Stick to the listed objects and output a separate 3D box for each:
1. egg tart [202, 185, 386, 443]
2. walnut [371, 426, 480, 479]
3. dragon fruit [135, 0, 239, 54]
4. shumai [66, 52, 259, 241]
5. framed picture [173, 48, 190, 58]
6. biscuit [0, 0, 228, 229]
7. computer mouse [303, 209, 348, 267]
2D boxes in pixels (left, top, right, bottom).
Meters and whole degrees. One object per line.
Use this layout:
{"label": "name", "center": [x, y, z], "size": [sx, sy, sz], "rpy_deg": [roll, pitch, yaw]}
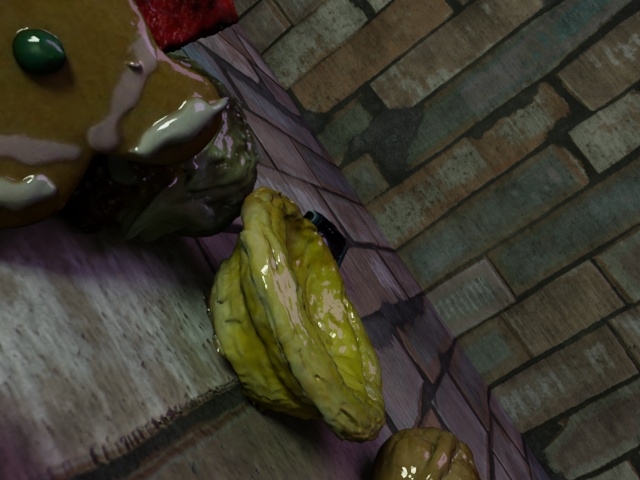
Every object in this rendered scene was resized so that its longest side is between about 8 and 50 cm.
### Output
{"label": "egg tart", "center": [-0.035, 0.100, 0.653], "size": [0.345, 0.132, 0.345], "rpy_deg": [58, 14, -24]}
{"label": "walnut", "center": [0.151, 0.345, 0.724], "size": [0.166, 0.149, 0.166], "rpy_deg": [17, 21, -7]}
{"label": "dragon fruit", "center": [-0.263, -0.243, 0.460], "size": [0.152, 0.317, 0.205], "rpy_deg": [27, -39, 53]}
{"label": "shumai", "center": [-0.184, -0.102, 0.580], "size": [0.256, 0.189, 0.218], "rpy_deg": [44, 15, -19]}
{"label": "framed picture", "center": [-0.408, -0.490, 1.139], "size": [0.244, 0.013, 0.324], "rpy_deg": [51, 15, -15]}
{"label": "biscuit", "center": [-0.252, -0.220, 0.341], "size": [0.064, 0.283, 0.432], "rpy_deg": [23, -42, 56]}
{"label": "computer mouse", "center": [0.000, 0.000, 1.135], "size": [0.137, 0.096, 0.233], "rpy_deg": [50, 15, -14]}
